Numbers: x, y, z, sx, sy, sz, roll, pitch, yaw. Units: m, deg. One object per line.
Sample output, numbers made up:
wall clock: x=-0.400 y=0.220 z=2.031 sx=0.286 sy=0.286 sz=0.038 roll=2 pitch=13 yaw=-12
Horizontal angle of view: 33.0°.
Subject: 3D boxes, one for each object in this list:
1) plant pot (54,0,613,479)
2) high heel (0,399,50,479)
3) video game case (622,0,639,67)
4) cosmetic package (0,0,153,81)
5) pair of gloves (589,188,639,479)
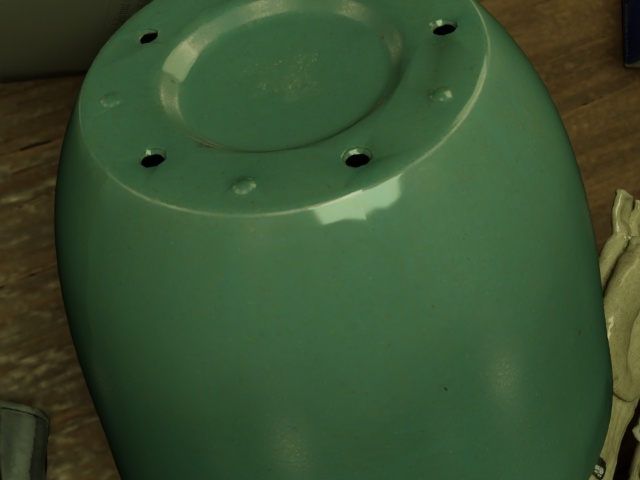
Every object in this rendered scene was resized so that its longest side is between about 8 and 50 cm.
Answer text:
plant pot: x=0.000 y=0.000 z=0.548 sx=0.293 sy=0.293 sz=0.235 roll=-32 pitch=139 yaw=-16
high heel: x=-0.266 y=0.151 z=0.555 sx=0.261 sy=0.186 sz=0.093 roll=9 pitch=127 yaw=-20
video game case: x=0.353 y=-0.262 z=0.816 sx=0.244 sy=0.061 sz=0.270 roll=1 pitch=87 yaw=-6
cosmetic package: x=-0.180 y=-0.297 z=0.604 sx=0.156 sy=0.217 sz=0.385 roll=-10 pitch=90 yaw=-17
pair of gloves: x=0.221 y=0.100 z=0.727 sx=0.240 sy=0.042 sz=0.204 roll=38 pitch=69 yaw=-45
